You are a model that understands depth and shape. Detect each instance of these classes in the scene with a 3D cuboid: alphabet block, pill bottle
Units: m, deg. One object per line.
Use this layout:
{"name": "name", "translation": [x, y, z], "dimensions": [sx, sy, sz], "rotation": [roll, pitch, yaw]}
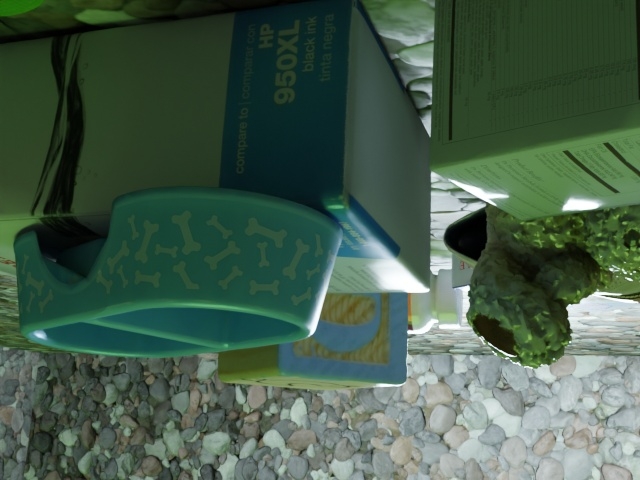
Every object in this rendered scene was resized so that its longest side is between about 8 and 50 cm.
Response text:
{"name": "alphabet block", "translation": [-0.012, 0.097, 1.119], "dimensions": [0.192, 0.193, 0.197], "rotation": [11, 164, -26]}
{"name": "pill bottle", "translation": [0.129, 0.099, 1.432], "dimensions": [0.221, 0.121, 0.121], "rotation": [-1, 166, 15]}

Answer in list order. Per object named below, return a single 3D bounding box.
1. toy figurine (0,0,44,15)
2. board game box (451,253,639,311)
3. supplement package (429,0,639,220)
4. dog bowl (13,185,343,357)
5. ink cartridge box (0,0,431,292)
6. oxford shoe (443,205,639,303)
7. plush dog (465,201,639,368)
{"name": "toy figurine", "translation": [-0.245, -0.117, 0.524], "dimensions": [0.130, 0.159, 0.173], "rotation": [7, 165, -19]}
{"name": "board game box", "translation": [0.421, 0.044, 1.258], "dimensions": [0.318, 0.065, 0.319], "rotation": [10, 165, -28]}
{"name": "supplement package", "translation": [0.207, -0.106, 0.516], "dimensions": [0.244, 0.139, 0.134], "rotation": [-8, 162, 39]}
{"name": "dog bowl", "translation": [-0.116, 0.036, 0.617], "dimensions": [0.166, 0.074, 0.297], "rotation": [19, 158, -42]}
{"name": "ink cartridge box", "translation": [-0.121, -0.054, 0.741], "dimensions": [0.395, 0.166, 0.285], "rotation": [-2, 164, 18]}
{"name": "oxford shoe", "translation": [0.287, -0.007, 0.934], "dimensions": [0.147, 0.140, 0.397], "rotation": [16, 160, -22]}
{"name": "plush dog", "translation": [0.266, -0.023, 0.768], "dimensions": [0.225, 0.262, 0.211], "rotation": [6, -157, 29]}
